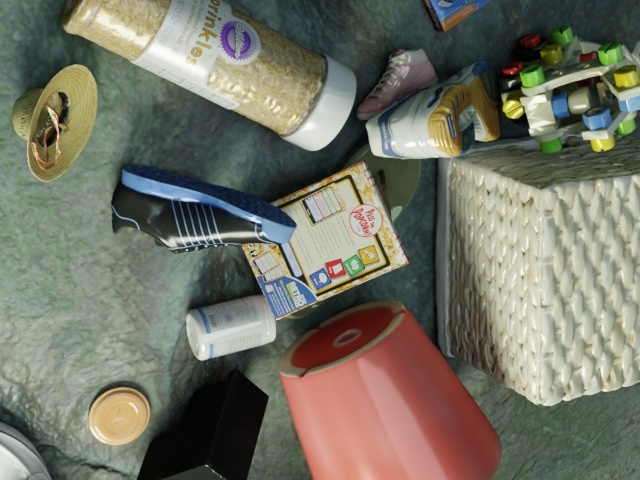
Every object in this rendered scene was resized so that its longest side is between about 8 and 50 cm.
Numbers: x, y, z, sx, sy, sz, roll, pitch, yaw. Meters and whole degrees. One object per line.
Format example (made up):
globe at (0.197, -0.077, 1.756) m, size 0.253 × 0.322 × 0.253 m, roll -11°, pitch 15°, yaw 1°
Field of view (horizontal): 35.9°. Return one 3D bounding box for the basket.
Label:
basket at (0.365, 0.023, 1.420) m, size 0.328 × 0.266 × 0.331 m, roll -8°, pitch 105°, yaw -22°

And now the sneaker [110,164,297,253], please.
sneaker at (-0.150, -0.022, 1.253) m, size 0.232 × 0.081 × 0.090 m, roll 17°, pitch 108°, yaw -2°

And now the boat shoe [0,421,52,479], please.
boat shoe at (-0.373, 0.339, 1.265) m, size 0.095 × 0.084 × 0.258 m, roll -37°, pitch 116°, yaw -11°

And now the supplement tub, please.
supplement tub at (-0.121, 0.116, 1.329) m, size 0.107 × 0.071 × 0.071 m, roll -11°, pitch 108°, yaw -22°

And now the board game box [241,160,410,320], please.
board game box at (0.000, 0.000, 1.299) m, size 0.194 × 0.045 × 0.146 m, roll -23°, pitch 93°, yaw 10°

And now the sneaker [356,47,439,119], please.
sneaker at (0.097, -0.219, 1.351) m, size 0.134 × 0.051 × 0.070 m, roll -31°, pitch 114°, yaw -19°

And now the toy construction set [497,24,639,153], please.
toy construction set at (0.368, -0.222, 1.358) m, size 0.328 × 0.215 × 0.151 m, roll -33°, pitch 112°, yaw -56°

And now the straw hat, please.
straw hat at (-0.328, -0.147, 1.166) m, size 0.061 × 0.144 × 0.144 m, roll 19°, pitch 97°, yaw 15°

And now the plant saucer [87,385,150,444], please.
plant saucer at (-0.269, 0.236, 1.326) m, size 0.084 × 0.013 × 0.083 m, roll -6°, pitch 106°, yaw -23°

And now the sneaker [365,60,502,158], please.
sneaker at (0.157, -0.174, 1.324) m, size 0.296 × 0.131 × 0.111 m, roll -25°, pitch 107°, yaw -61°

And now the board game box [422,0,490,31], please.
board game box at (0.246, -0.426, 1.376) m, size 0.281 × 0.027 × 0.145 m, roll -36°, pitch 114°, yaw -12°

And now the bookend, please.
bookend at (-0.165, 0.276, 1.340) m, size 0.157 × 0.156 × 0.072 m, roll -26°, pitch 123°, yaw 33°

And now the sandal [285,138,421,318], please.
sandal at (0.047, -0.011, 1.362) m, size 0.120 × 0.086 × 0.302 m, roll 36°, pitch 87°, yaw -28°

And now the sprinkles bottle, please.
sprinkles bottle at (-0.129, -0.231, 1.205) m, size 0.355 × 0.121 × 0.121 m, roll 23°, pitch 93°, yaw -27°

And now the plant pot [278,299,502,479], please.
plant pot at (0.080, 0.231, 1.358) m, size 0.275 × 0.275 × 0.243 m, roll -30°, pitch 103°, yaw -15°
